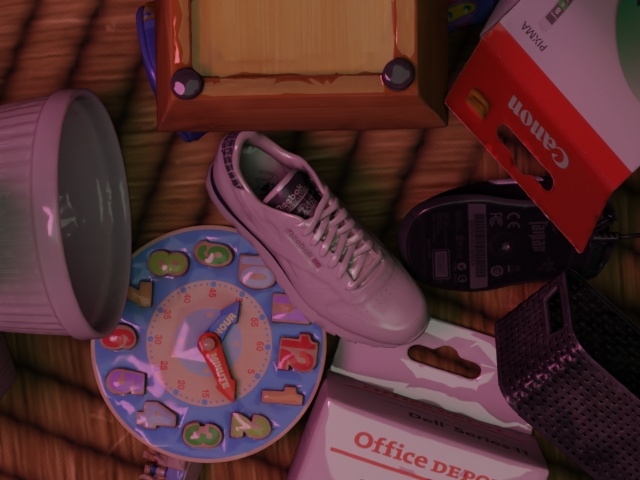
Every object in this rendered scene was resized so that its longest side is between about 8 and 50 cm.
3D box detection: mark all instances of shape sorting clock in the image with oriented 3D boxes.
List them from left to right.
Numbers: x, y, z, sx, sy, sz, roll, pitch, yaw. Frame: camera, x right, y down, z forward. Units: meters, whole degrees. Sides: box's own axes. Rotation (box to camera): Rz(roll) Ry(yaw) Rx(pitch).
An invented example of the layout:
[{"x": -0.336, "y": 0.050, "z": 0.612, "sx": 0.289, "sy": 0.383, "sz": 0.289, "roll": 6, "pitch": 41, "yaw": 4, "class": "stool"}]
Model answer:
[{"x": -0.097, "y": 0.089, "z": 1.582, "sx": 0.206, "sy": 0.040, "sz": 0.206, "roll": 0, "pitch": 86, "yaw": -2, "class": "shape sorting clock"}]

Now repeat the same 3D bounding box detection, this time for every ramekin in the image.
[{"x": -0.235, "y": -0.020, "z": 1.502, "sx": 0.109, "sy": 0.207, "sz": 0.207, "roll": -4, "pitch": 100, "yaw": 9, "class": "ramekin"}]

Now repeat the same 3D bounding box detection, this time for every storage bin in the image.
[{"x": 0.238, "y": 0.126, "z": 1.540, "sx": 0.084, "sy": 0.122, "sz": 0.180, "roll": -39, "pitch": 113, "yaw": 24, "class": "storage bin"}]

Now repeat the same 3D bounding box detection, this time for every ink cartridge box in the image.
[{"x": 0.066, "y": 0.247, "z": 1.585, "sx": 0.207, "sy": 0.119, "sz": 0.353, "roll": 18, "pitch": 99, "yaw": -2, "class": "ink cartridge box"}, {"x": 0.212, "y": -0.131, "z": 1.473, "sx": 0.181, "sy": 0.225, "sz": 0.056, "roll": 46, "pitch": 140, "yaw": -19, "class": "ink cartridge box"}]

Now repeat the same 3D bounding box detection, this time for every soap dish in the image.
[{"x": -0.018, "y": -0.227, "z": 1.387, "sx": 0.229, "sy": 0.118, "sz": 0.291, "roll": 0, "pitch": 95, "yaw": 4, "class": "soap dish"}]

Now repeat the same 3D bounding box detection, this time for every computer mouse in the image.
[{"x": 0.203, "y": 0.020, "z": 1.586, "sx": 0.262, "sy": 0.060, "sz": 0.184, "roll": -7, "pitch": 119, "yaw": 5, "class": "computer mouse"}]

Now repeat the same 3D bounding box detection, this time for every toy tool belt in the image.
[{"x": -0.135, "y": 0.204, "z": 1.619, "sx": 0.051, "sy": 0.052, "sz": 0.083, "roll": 20, "pitch": 97, "yaw": 28, "class": "toy tool belt"}]

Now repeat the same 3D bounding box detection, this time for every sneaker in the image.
[{"x": 0.000, "y": 0.000, "z": 1.533, "sx": 0.235, "sy": 0.095, "sz": 0.090, "roll": 41, "pitch": 68, "yaw": 0, "class": "sneaker"}]

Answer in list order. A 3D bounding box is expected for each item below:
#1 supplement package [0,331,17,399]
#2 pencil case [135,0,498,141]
[{"x": -0.390, "y": 0.021, "z": 1.515, "sx": 0.175, "sy": 0.177, "sz": 0.293, "roll": -16, "pitch": 98, "yaw": 2, "class": "supplement package"}, {"x": 0.000, "y": -0.191, "z": 1.511, "sx": 0.306, "sy": 0.133, "sz": 0.119, "roll": -21, "pitch": 133, "yaw": 4, "class": "pencil case"}]
